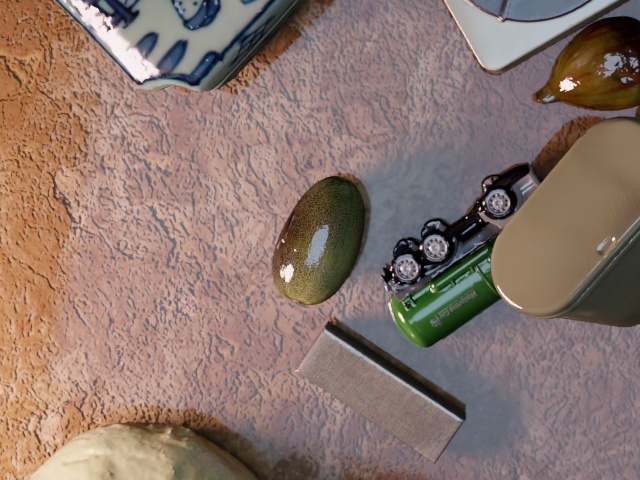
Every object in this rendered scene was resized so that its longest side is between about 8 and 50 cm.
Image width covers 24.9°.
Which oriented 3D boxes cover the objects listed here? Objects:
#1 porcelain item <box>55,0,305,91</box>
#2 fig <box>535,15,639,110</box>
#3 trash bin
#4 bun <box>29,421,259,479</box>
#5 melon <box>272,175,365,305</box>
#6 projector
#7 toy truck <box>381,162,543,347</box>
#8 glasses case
[{"bbox_3d":[-0.161,-0.333,1.666,0.281,0.157,0.286,-43,89,22],"label":"porcelain item"},{"bbox_3d":[0.323,-0.193,1.679,0.155,0.103,0.109,-32,68,0],"label":"fig"},{"bbox_3d":[0.334,-0.011,1.602,0.243,0.247,0.121,-52,59,18],"label":"trash bin"},{"bbox_3d":[-0.220,0.404,1.742,0.364,0.202,0.364,0,93,5],"label":"bun"},{"bbox_3d":[0.000,0.000,1.732,0.099,0.099,0.162,23,92,4],"label":"melon"},{"bbox_3d":[0.245,-0.363,1.679,0.259,0.079,0.257,-30,85,11],"label":"projector"},{"bbox_3d":[0.180,0.019,1.716,0.242,0.101,0.125,-37,95,10],"label":"toy truck"},{"bbox_3d":[0.075,0.183,1.767,0.205,0.047,0.070,33,102,2],"label":"glasses case"}]
